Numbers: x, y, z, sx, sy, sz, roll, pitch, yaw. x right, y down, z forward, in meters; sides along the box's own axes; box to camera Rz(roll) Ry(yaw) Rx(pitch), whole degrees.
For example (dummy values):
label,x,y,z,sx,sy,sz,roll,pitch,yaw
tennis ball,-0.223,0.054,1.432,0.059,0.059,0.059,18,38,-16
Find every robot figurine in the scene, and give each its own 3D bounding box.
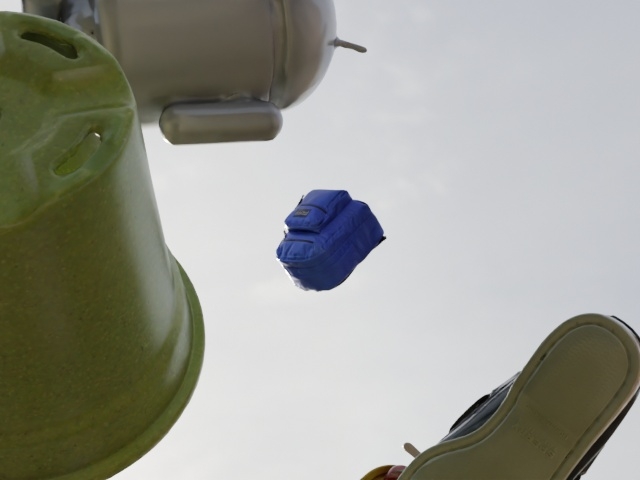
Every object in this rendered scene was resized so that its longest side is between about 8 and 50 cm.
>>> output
label,x,y,z,sx,sy,sz,roll,pitch,yaw
robot figurine,-0.135,-0.226,1.210,0.354,0.299,0.199,-8,-26,-17

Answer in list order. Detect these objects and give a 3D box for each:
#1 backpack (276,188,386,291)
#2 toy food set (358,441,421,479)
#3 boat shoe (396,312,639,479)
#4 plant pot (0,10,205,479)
label,x,y,z,sx,sy,sz,roll,pitch,yaw
backpack,0.000,0.000,1.412,0.098,0.120,0.101,-2,-48,51
toy food set,0.111,0.413,1.723,0.218,0.128,0.071,-41,8,-16
boat shoe,0.184,0.203,1.068,0.340,0.127,0.113,-56,-26,16
plant pot,-0.213,-0.004,0.767,0.276,0.276,0.254,-3,-39,-11
